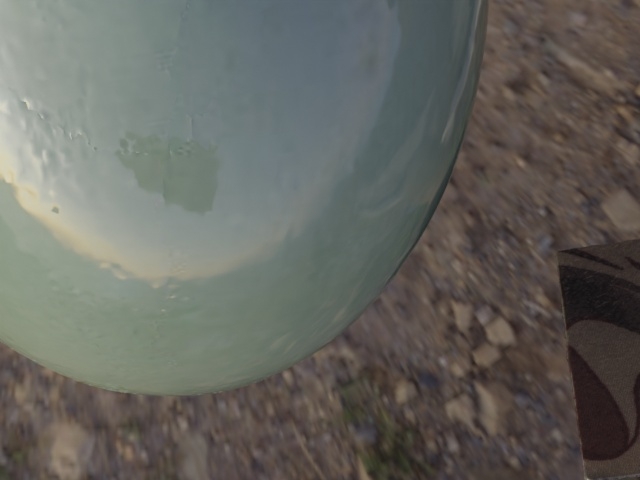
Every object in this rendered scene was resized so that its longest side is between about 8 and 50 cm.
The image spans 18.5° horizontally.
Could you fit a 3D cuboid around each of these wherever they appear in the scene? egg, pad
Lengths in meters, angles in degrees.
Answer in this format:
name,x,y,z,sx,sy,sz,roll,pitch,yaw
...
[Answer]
name,x,y,z,sx,sy,sz,roll,pitch,yaw
egg,-0.048,-0.069,0.622,0.203,0.203,0.282,-6,137,-5
pad,0.323,0.085,1.710,0.220,0.330,0.004,-10,124,8
